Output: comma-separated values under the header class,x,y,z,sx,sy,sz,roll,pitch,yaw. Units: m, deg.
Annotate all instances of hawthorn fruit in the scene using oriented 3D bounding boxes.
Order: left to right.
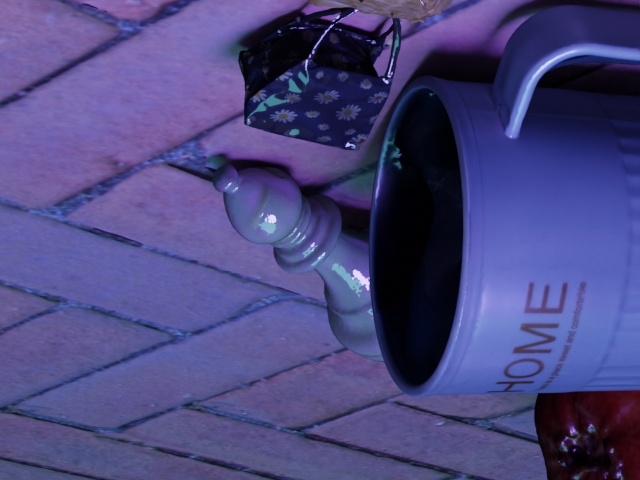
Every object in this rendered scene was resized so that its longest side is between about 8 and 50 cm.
class,x,y,z,sx,sy,sz,roll,pitch,yaw
hawthorn fruit,0.386,0.209,2.183,0.307,0.265,0.265,-11,169,-46

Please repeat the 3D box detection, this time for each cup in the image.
class,x,y,z,sx,sy,sz,roll,pitch,yaw
cup,0.227,-0.033,1.638,0.311,0.331,0.257,2,-170,-16

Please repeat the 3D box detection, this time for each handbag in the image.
class,x,y,z,sx,sy,sz,roll,pitch,yaw
handbag,0.014,-0.143,1.531,0.115,0.072,0.139,13,140,-29

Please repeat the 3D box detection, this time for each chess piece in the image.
class,x,y,z,sx,sy,sz,roll,pitch,yaw
chess piece,0.000,0.000,1.814,0.139,0.139,0.271,-20,140,36

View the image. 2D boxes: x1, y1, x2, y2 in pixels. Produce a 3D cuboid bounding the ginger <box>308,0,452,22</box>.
class,x,y,z,sx,sy,sz,roll,pitch,yaw
ginger,0.029,-0.210,1.280,0.216,0.102,0.157,25,151,3
